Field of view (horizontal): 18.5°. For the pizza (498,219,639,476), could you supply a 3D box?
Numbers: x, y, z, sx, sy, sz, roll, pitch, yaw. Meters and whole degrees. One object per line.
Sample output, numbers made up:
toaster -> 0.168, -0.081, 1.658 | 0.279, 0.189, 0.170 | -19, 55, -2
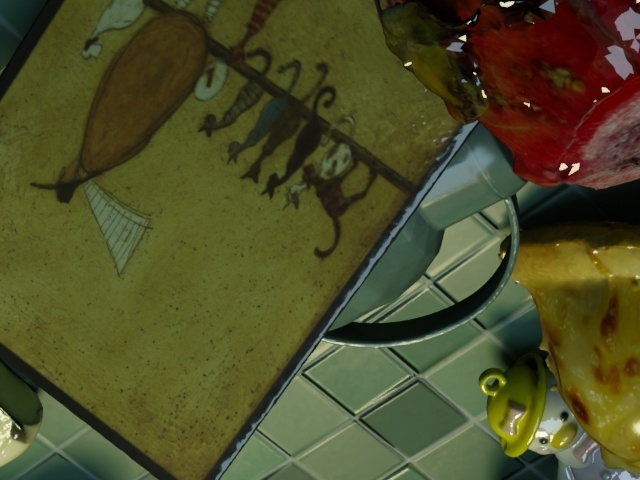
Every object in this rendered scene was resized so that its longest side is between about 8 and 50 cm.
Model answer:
pizza -> 0.218, 0.075, 1.273 | 0.204, 0.080, 0.188 | -8, 109, 47

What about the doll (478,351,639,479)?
doll -> 0.197, 0.143, 1.408 | 0.207, 0.081, 0.129 | 31, 111, -19

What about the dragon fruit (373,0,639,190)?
dragon fruit -> 0.139, -0.186, 1.038 | 0.269, 0.291, 0.250 | -15, 162, -17

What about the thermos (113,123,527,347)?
thermos -> 0.000, 0.000, 1.252 | 0.286, 0.145, 0.182 | -23, 114, 18

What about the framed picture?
framed picture -> -0.081, -0.043, 1.179 | 0.255, 0.014, 0.339 | 37, 106, 6

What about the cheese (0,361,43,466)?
cheese -> -0.331, 0.152, 1.436 | 0.255, 0.050, 0.127 | -29, 123, 21
